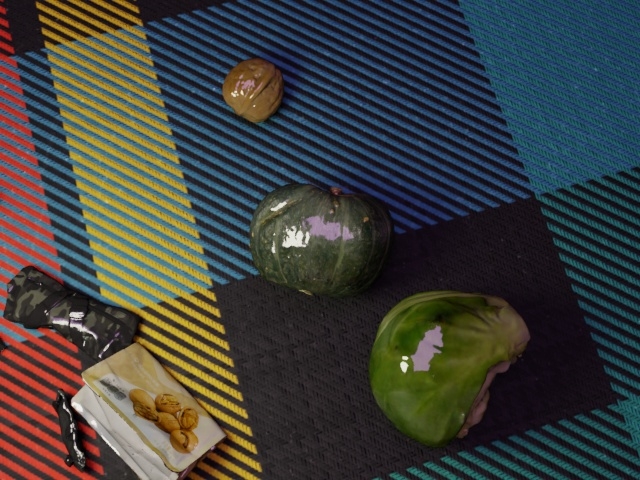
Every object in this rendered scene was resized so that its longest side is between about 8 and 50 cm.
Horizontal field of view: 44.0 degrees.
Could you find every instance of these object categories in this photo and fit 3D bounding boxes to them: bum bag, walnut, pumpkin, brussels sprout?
[{"bbox_3d":[-0.597,0.176,1.871,0.340,0.095,0.144,25,59,5],"label":"bum bag"},{"bbox_3d":[-0.166,-0.385,2.020,0.166,0.149,0.166,6,77,-28],"label":"walnut"},{"bbox_3d":[0.000,0.000,1.834,0.328,0.291,0.257,13,94,13],"label":"pumpkin"},{"bbox_3d":[-0.572,0.432,1.796,0.049,0.087,0.197,-14,74,-24],"label":"bum bag"},{"bbox_3d":[0.275,0.259,1.763,0.371,0.276,0.315,-42,82,-13],"label":"brussels sprout"}]

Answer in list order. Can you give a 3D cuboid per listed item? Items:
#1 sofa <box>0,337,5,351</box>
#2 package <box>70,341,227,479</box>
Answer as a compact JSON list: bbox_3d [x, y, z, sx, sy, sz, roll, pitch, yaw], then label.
[{"bbox_3d":[-0.825,0.264,1.865,0.147,0.060,0.085,-41,61,-12],"label":"sofa"},{"bbox_3d":[-0.401,0.413,1.791,0.311,0.221,0.165,43,117,9],"label":"package"}]
